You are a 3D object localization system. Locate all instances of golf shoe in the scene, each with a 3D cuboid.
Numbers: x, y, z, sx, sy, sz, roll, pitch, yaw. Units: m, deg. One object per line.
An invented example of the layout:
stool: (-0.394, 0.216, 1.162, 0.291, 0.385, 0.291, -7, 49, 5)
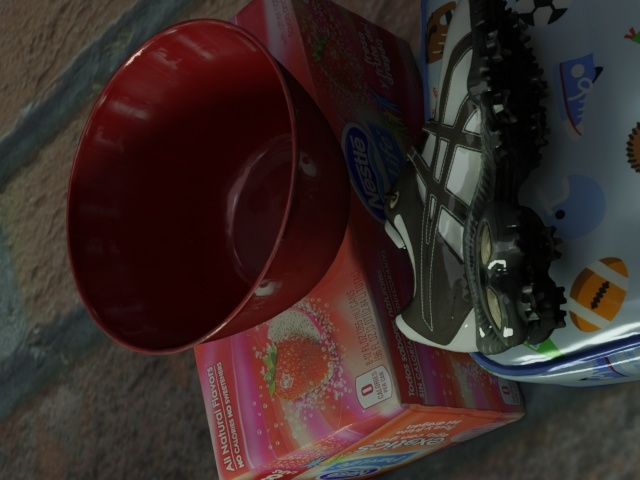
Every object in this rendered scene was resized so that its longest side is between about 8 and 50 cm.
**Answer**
golf shoe: (0.069, -0.039, 0.534, 0.093, 0.077, 0.198, -11, 70, 35)

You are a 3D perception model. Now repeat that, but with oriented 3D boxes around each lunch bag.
lunch bag: (0.182, -0.064, 0.573, 0.243, 0.115, 0.304, -20, 67, 34)

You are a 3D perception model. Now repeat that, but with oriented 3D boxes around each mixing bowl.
mixing bowl: (-0.049, -0.023, 0.580, 0.181, 0.098, 0.182, -10, 74, 40)

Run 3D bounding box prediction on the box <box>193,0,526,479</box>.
box: (0.000, 0.000, 0.695, 0.154, 0.142, 0.300, -30, 62, 33)
